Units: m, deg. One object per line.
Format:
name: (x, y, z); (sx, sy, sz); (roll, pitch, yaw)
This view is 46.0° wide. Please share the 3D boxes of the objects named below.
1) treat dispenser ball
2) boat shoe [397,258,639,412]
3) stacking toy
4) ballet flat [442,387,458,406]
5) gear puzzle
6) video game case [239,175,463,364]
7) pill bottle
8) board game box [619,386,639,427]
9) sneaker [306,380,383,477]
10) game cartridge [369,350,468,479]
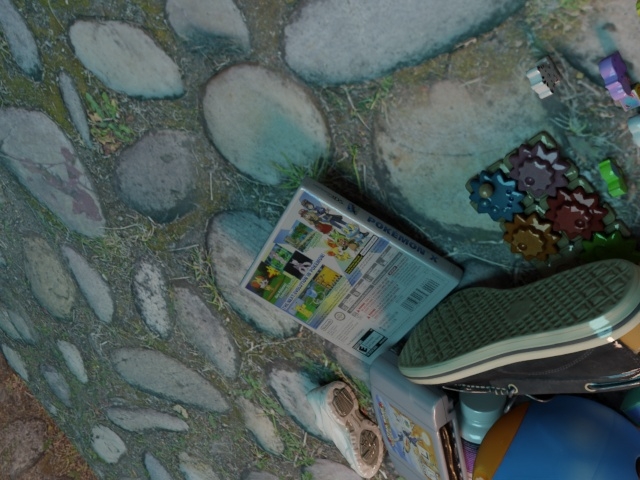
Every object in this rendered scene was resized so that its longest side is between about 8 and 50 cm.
treat dispenser ball: (0.378, 0.384, 1.159); (0.288, 0.288, 0.288); (21, 134, 23)
boat shoe: (0.292, 0.157, 1.108); (0.156, 0.186, 0.500); (44, 148, -15)
stacking toy: (0.373, -0.161, 0.902); (0.167, 0.052, 0.221); (-24, 108, 46)
ballet flat: (0.226, 0.351, 1.431); (0.070, 0.070, 0.188); (23, 138, 22)
gear puzzle: (0.354, 0.018, 1.068); (0.339, 0.044, 0.175); (48, 138, -5)
video game case: (0.039, 0.068, 1.318); (0.300, 0.036, 0.329); (31, 140, -4)
pill bottle: (0.287, 0.340, 1.337); (0.108, 0.108, 0.193); (14, 131, 29)
board game box: (0.578, 0.279, 1.106); (0.210, 0.047, 0.160); (43, 139, 1)
sneaker: (0.049, 0.398, 1.600); (0.115, 0.090, 0.232); (-14, 105, 51)
game cartridge: (0.176, 0.350, 1.365); (0.198, 0.062, 0.297); (23, 136, 49)
